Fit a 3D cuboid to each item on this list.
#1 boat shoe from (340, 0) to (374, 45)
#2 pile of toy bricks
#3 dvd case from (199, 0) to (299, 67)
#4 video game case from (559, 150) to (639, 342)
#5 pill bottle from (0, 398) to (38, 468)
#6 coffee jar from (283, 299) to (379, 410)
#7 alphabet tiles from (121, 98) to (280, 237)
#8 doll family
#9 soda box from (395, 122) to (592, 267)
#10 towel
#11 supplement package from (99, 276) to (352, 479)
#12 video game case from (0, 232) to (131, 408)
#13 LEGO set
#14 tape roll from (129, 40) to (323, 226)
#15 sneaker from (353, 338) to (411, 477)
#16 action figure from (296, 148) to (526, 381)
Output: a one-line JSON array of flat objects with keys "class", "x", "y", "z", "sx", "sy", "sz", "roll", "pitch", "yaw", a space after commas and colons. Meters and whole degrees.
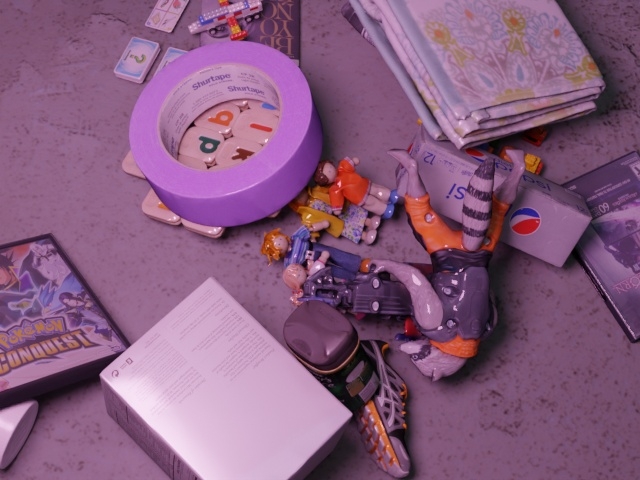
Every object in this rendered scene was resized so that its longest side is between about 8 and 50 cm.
[{"class": "boat shoe", "x": 0.157, "y": -0.454, "z": 1.913, "sx": 0.102, "sy": 0.108, "sz": 0.301, "roll": 43, "pitch": 74, "yaw": 10}, {"class": "pile of toy bricks", "x": 0.274, "y": -0.192, "z": 1.804, "sx": 0.212, "sy": 0.105, "sz": 0.118, "roll": 26, "pitch": 65, "yaw": 4}, {"class": "dvd case", "x": -0.117, "y": -0.378, "z": 1.881, "sx": 0.164, "sy": 0.018, "sz": 0.221, "roll": 3, "pitch": 66, "yaw": -7}, {"class": "video game case", "x": 0.498, "y": 0.005, "z": 1.793, "sx": 0.196, "sy": 0.026, "sz": 0.274, "roll": -24, "pitch": 70, "yaw": -18}, {"class": "pill bottle", "x": -0.499, "y": 0.213, "z": 1.499, "sx": 0.221, "sy": 0.121, "sz": 0.121, "roll": 25, "pitch": 65, "yaw": 2}, {"class": "coffee jar", "x": 0.015, "y": 0.153, "z": 1.497, "sx": 0.096, "sy": 0.184, "sz": 0.079, "roll": 35, "pitch": 75, "yaw": 29}, {"class": "alphabet tiles", "x": -0.153, "y": -0.135, "z": 1.724, "sx": 0.278, "sy": 0.021, "sz": 0.284, "roll": 16, "pitch": 62, "yaw": 22}, {"class": "doll family", "x": 0.000, "y": 0.000, "z": 1.683, "sx": 0.163, "sy": 0.118, "sz": 0.263, "roll": 23, "pitch": 68, "yaw": -17}, {"class": "soda box", "x": 0.259, "y": -0.069, "z": 1.707, "sx": 0.286, "sy": 0.098, "sz": 0.091, "roll": 23, "pitch": 25, "yaw": -9}, {"class": "towel", "x": 0.237, "y": -0.326, "z": 1.751, "sx": 0.320, "sy": 0.090, "sz": 0.374, "roll": -16, "pitch": 69, "yaw": -31}, {"class": "supplement package", "x": -0.129, "y": 0.232, "z": 1.501, "sx": 0.263, "sy": 0.198, "sz": 0.199, "roll": 43, "pitch": 68, "yaw": 12}, {"class": "video game case", "x": -0.431, "y": 0.109, "z": 1.523, "sx": 0.275, "sy": 0.035, "sz": 0.248, "roll": -17, "pitch": 53, "yaw": -38}, {"class": "LEGO set", "x": -0.204, "y": -0.348, "z": 1.816, "sx": 0.182, "sy": 0.060, "sz": 0.244, "roll": 18, "pitch": 65, "yaw": 14}, {"class": "tape roll", "x": -0.138, "y": -0.159, "z": 1.660, "sx": 0.275, "sy": 0.090, "sz": 0.274, "roll": -6, "pitch": 61, "yaw": 11}, {"class": "sneaker", "x": 0.089, "y": 0.231, "z": 1.600, "sx": 0.083, "sy": 0.084, "sz": 0.215, "roll": -14, "pitch": 67, "yaw": -19}, {"class": "action figure", "x": 0.152, "y": 0.040, "z": 1.571, "sx": 0.341, "sy": 0.178, "sz": 0.330, "roll": -4, "pitch": 101, "yaw": -29}]
